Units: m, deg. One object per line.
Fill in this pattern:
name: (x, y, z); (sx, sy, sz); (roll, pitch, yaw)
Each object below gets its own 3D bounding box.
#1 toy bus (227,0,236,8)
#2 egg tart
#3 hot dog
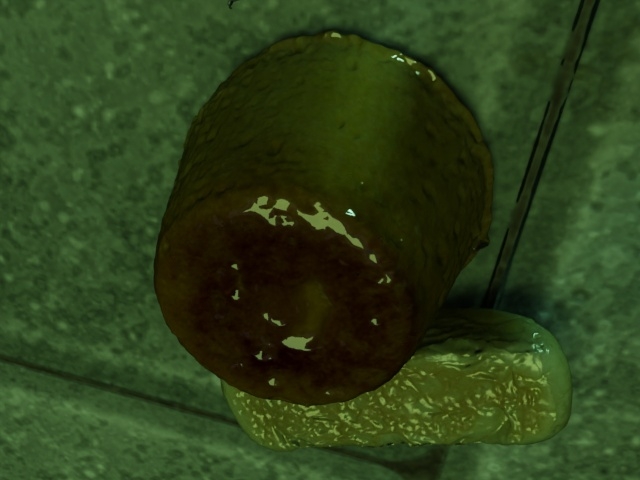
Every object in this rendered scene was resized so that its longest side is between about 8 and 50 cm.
toy bus: (-0.078, -0.168, 0.494); (0.102, 0.058, 0.052); (25, 98, -3)
egg tart: (0.000, 0.000, 0.536); (0.202, 0.147, 0.202); (6, 126, 9)
hot dog: (0.049, 0.091, 0.630); (0.242, 0.073, 0.084); (-8, 117, 24)
